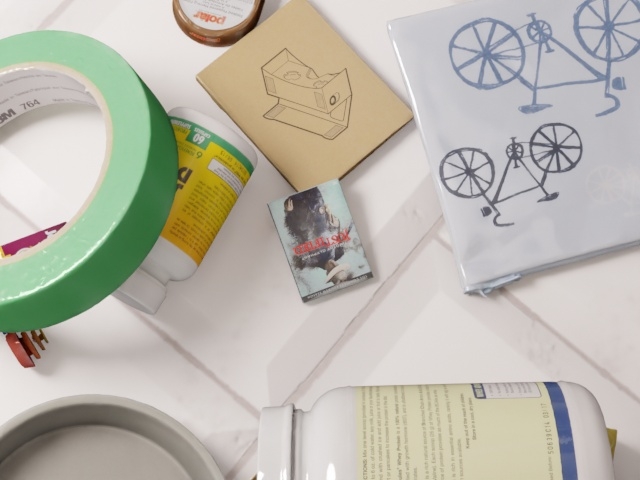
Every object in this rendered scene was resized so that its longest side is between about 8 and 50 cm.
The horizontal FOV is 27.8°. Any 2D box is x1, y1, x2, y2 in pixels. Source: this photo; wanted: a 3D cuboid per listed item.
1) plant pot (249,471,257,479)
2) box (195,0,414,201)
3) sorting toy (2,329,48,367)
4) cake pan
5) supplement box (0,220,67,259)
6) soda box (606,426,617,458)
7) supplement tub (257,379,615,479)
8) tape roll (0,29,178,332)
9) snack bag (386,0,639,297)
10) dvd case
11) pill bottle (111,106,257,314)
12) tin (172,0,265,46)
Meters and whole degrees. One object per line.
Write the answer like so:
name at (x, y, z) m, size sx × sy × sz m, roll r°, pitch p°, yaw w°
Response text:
plant pot at (0.016, 0.330, 1.372) m, size 0.236 × 0.032 × 0.236 m, roll 1°, pitch 77°, yaw -3°
box at (-0.018, -0.165, 1.492) m, size 0.164 × 0.021 × 0.201 m, roll -40°, pitch 82°, yaw -12°
sorting toy at (-0.326, 0.087, 1.390) m, size 0.042 × 0.061 × 0.102 m, roll -32°, pitch 104°, yaw -11°
cake pan at (-0.233, 0.304, 1.316) m, size 0.293 × 0.054 × 0.293 m, roll 6°, pitch 65°, yaw -13°
supplement box at (-0.306, 0.022, 1.415) m, size 0.083 × 0.043 × 0.055 m, roll -22°, pitch 78°, yaw -10°
soda box at (0.224, 0.216, 1.400) m, size 0.181 × 0.058 × 0.061 m, roll 13°, pitch 77°, yaw -1°
supplement tub at (0.107, 0.256, 1.251) m, size 0.324 × 0.235 × 0.235 m, roll -1°, pitch 77°, yaw 1°
tape roll at (-0.309, -0.066, 1.355) m, size 0.321 × 0.077 × 0.321 m, roll -8°, pitch 63°, yaw 15°
snack bag at (0.272, -0.133, 1.497) m, size 0.323 × 0.037 × 0.343 m, roll -15°, pitch 83°, yaw -8°
dvd case at (0.000, 0.000, 1.446) m, size 0.087 × 0.013 × 0.119 m, roll -19°, pitch 92°, yaw -9°
pill bottle at (-0.165, -0.030, 1.399) m, size 0.117 × 0.117 × 0.208 m, roll 29°, pitch 77°, yaw 3°
tin at (-0.110, -0.320, 1.516) m, size 0.106 × 0.040 × 0.190 m, roll 15°, pitch 76°, yaw 4°
